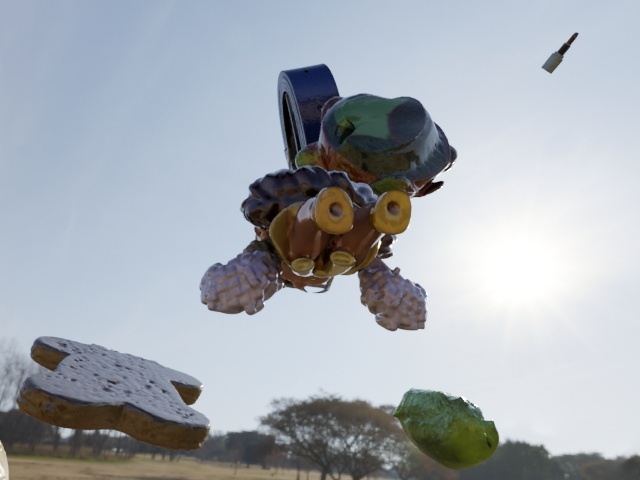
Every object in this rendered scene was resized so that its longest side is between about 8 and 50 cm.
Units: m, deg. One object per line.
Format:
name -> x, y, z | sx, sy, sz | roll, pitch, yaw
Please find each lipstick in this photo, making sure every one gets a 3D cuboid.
lipstick -> 0.593, -0.463, 1.275 | 0.025, 0.025, 0.107 | 4, -45, -37

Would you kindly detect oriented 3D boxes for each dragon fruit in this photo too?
dragon fruit -> 0.104, -0.170, 0.931 | 0.296, 0.268, 0.130 | -10, -32, -15

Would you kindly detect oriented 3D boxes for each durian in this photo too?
durian -> 0.233, 0.350, 0.963 | 0.250, 0.101, 0.139 | 9, -54, 60

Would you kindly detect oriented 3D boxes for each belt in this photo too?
belt -> -0.019, -0.250, 1.286 | 0.117, 0.346, 0.212 | -17, 21, -17

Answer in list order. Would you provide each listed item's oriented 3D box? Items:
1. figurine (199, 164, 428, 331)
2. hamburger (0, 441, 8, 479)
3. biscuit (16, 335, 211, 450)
figurine -> 0.000, -0.001, 0.411 | 0.175, 0.115, 0.240 | 8, 4, -11
hamburger -> -0.402, 0.318, 0.505 | 0.145, 0.259, 0.283 | 38, -3, -39
biscuit -> -0.392, 0.305, 1.028 | 0.368, 0.076, 0.394 | 24, -6, -25
